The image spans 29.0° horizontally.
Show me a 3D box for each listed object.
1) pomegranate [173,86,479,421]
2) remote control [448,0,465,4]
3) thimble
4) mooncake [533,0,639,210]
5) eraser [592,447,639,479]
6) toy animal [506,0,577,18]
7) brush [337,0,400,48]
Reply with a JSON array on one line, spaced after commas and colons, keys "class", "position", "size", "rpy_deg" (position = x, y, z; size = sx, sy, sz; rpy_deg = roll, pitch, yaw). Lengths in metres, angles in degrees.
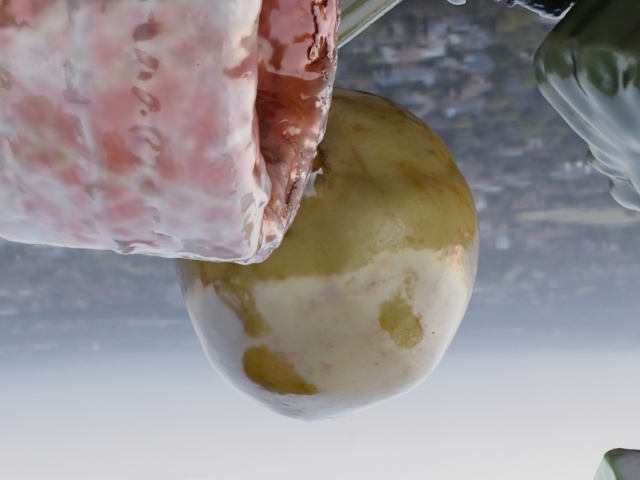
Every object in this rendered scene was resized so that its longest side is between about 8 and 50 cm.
[{"class": "pomegranate", "position": [0.002, 0.015, 1.085], "size": [0.307, 0.307, 0.307], "rpy_deg": [-2, 176, 0]}, {"class": "remote control", "position": [0.112, -0.288, 1.144], "size": [0.027, 0.050, 0.184], "rpy_deg": [-25, 151, -5]}, {"class": "thimble", "position": [-0.084, -0.104, 0.610], "size": [0.162, 0.239, 0.239], "rpy_deg": [8, 177, 9]}, {"class": "mooncake", "position": [0.395, -0.128, 1.273], "size": [0.351, 0.187, 0.351], "rpy_deg": [38, 167, 10]}, {"class": "eraser", "position": [0.256, 0.259, 0.858], "size": [0.092, 0.210, 0.274], "rpy_deg": [-19, 153, -4]}, {"class": "toy animal", "position": [0.242, -0.340, 1.343], "size": [0.146, 0.245, 0.114], "rpy_deg": [37, 158, -32]}, {"class": "brush", "position": [0.109, -0.359, 1.670], "size": [0.282, 0.054, 0.048], "rpy_deg": [-35, -163, 26]}]
